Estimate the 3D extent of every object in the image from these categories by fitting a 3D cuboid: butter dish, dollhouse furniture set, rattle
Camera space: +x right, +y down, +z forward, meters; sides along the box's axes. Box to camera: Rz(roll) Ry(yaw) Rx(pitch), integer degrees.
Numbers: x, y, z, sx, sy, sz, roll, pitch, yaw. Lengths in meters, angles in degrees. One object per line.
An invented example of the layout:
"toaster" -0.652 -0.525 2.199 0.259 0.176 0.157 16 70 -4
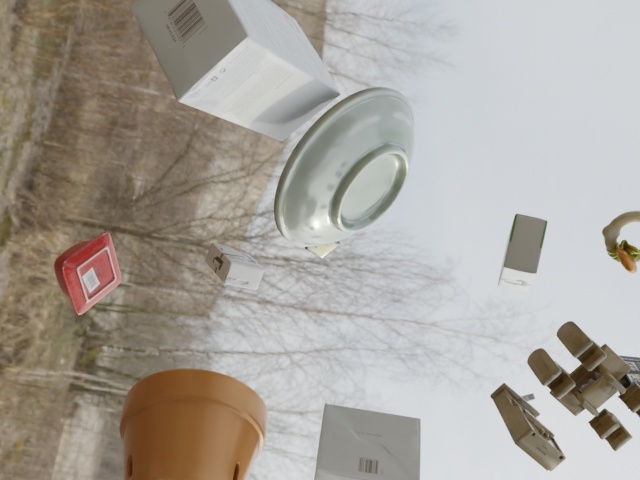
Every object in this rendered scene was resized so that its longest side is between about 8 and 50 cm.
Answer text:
"butter dish" -0.581 0.069 1.538 0.160 0.118 0.160 -49 145 -47
"dollhouse furniture set" 0.469 0.292 1.224 0.242 0.212 0.161 -46 -167 12
"rattle" 0.754 -0.015 1.434 0.143 0.200 0.130 -7 79 -78

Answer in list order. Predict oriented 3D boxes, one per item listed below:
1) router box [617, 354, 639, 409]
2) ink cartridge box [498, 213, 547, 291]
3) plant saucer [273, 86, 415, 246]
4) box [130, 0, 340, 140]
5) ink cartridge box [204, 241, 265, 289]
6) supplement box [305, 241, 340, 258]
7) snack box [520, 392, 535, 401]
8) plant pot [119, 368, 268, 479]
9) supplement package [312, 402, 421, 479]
"router box" 0.798 0.348 1.543 0.133 0.179 0.046 -100 -155 -47
"ink cartridge box" 0.569 0.040 1.805 0.219 0.093 0.160 56 49 -69
"plant saucer" 0.084 -0.128 1.371 0.100 0.400 0.400 42 -51 29
"box" -0.144 -0.348 1.192 0.168 0.345 0.215 -35 -108 21
"ink cartridge box" -0.210 0.062 1.557 0.135 0.099 0.056 36 -73 53
"supplement box" 0.000 0.000 2.011 0.083 0.083 0.056 -39 -134 20
"snack box" 0.632 0.504 2.013 0.178 0.064 0.022 59 13 -72
"plant pot" -0.249 0.415 1.215 0.203 0.291 0.291 -91 -162 -50
"supplement package" 0.085 0.455 1.265 0.149 0.194 0.203 -77 175 -49
